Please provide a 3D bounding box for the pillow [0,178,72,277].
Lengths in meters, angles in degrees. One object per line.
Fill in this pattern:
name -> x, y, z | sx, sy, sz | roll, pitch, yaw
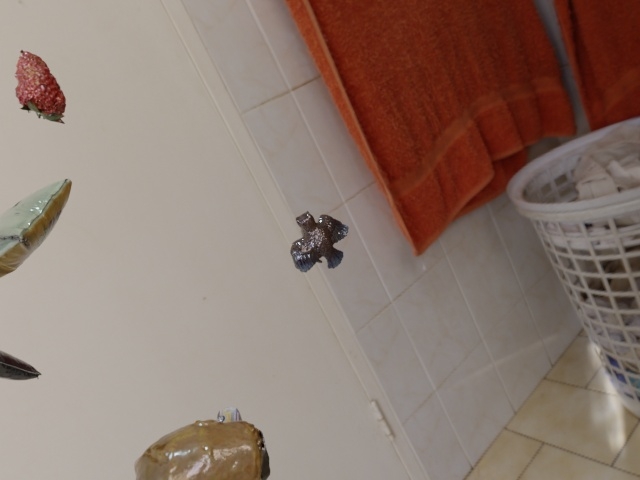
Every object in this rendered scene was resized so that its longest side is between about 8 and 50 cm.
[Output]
pillow -> -0.827, -0.014, 1.336 | 0.312, 0.119, 0.310 | -31, 33, 19

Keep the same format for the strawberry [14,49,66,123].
strawberry -> -0.903, -0.508, 1.617 | 0.097, 0.228, 0.174 | -16, -17, 8

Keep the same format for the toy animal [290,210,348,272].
toy animal -> -0.004, -0.007, 1.533 | 0.218, 0.180, 0.116 | -41, 41, -16

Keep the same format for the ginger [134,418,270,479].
ginger -> -0.268, 0.496, 1.044 | 0.269, 0.201, 0.223 | -33, -13, 28

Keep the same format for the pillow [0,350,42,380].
pillow -> -0.658, 0.223, 0.938 | 0.208, 0.141, 0.055 | 7, 69, 19

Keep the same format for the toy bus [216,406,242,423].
toy bus -> -0.261, 0.550, 1.407 | 0.072, 0.058, 0.172 | -19, 24, -1
